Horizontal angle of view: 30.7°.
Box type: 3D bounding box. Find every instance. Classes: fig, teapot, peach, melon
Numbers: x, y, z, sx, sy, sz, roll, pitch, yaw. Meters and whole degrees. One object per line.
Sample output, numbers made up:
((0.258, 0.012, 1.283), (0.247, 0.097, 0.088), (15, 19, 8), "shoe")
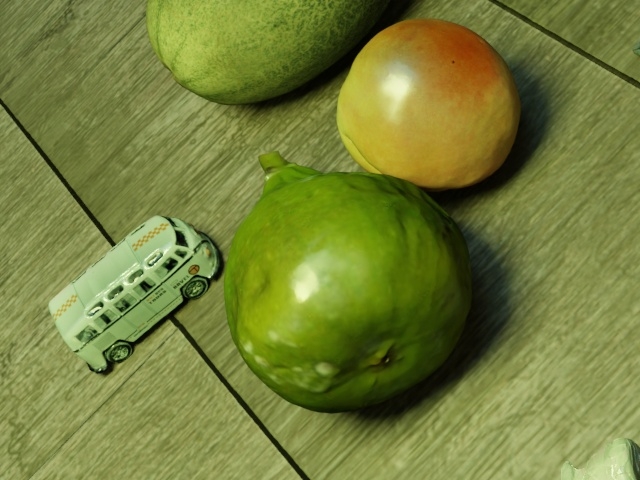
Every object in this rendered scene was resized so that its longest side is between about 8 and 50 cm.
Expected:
((0.025, 0.004, 1.077), (0.233, 0.233, 0.314), (-16, 49, 24), "fig")
((0.232, 0.204, 0.928), (0.064, 0.064, 0.083), (-24, 82, 27), "teapot")
((0.107, -0.131, 1.144), (0.184, 0.184, 0.184), (-16, 54, 23), "peach")
((-0.052, -0.301, 1.312), (0.329, 0.249, 0.248), (-48, 47, 6), "melon")

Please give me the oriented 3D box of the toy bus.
((-0.207, 0.051, 1.282), (0.194, 0.089, 0.087), (-39, 48, 3), "toy bus")

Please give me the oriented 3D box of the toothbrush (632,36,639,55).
((0.434, -0.163, 1.057), (0.321, 0.023, 0.031), (16, 74, 39), "toothbrush")
